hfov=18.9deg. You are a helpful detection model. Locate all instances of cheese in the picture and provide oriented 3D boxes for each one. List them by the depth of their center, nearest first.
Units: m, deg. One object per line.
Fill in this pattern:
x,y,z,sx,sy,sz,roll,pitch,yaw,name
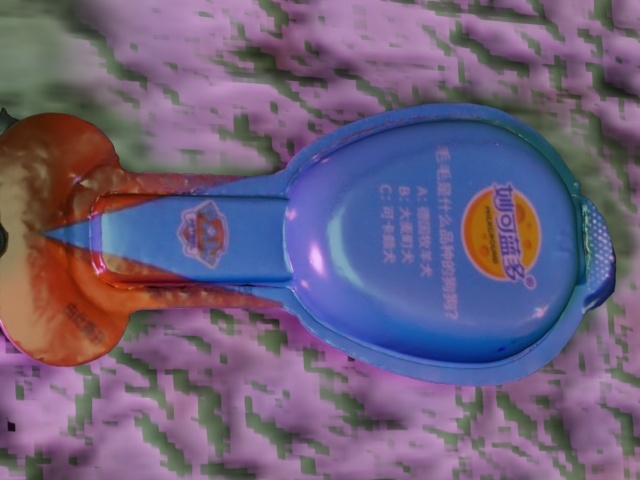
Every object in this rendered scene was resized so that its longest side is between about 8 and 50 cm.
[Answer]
0.000,0.000,0.685,0.256,0.037,0.106,1,81,-26,cheese
